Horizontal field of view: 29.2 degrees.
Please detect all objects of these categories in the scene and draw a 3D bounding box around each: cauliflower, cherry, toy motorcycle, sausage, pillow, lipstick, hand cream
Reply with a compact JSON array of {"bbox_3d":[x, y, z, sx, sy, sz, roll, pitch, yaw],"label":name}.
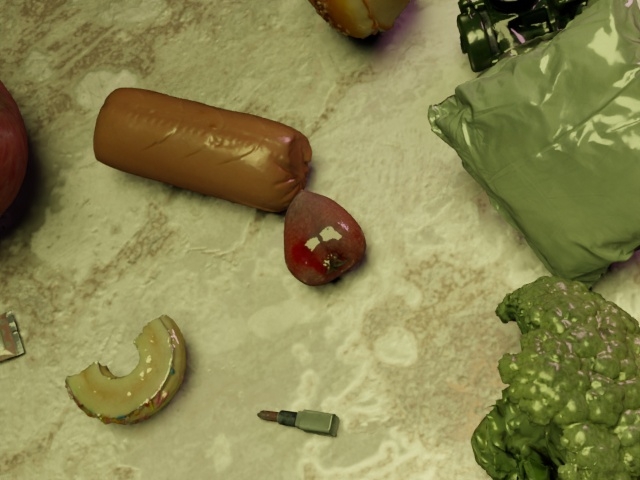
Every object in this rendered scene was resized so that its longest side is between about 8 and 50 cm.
[{"bbox_3d":[0.278,0.194,1.362,0.272,0.275,0.250,44,125,-2],"label":"cauliflower"},{"bbox_3d":[0.005,0.000,1.566,0.106,0.087,0.126,-9,54,11],"label":"cherry"},{"bbox_3d":[0.292,-0.234,1.554,0.205,0.127,0.275,-17,61,6],"label":"toy motorcycle"},{"bbox_3d":[-0.158,-0.124,1.647,0.304,0.121,0.121,15,74,20],"label":"sausage"},{"bbox_3d":[0.314,-0.107,1.417,0.283,0.138,0.310,-37,88,30],"label":"pillow"},{"bbox_3d":[-0.030,0.222,1.520,0.107,0.025,0.025,4,70,26],"label":"lipstick"},{"bbox_3d":[-0.510,0.166,1.681,0.209,0.043,0.067,-23,66,1],"label":"hand cream"}]

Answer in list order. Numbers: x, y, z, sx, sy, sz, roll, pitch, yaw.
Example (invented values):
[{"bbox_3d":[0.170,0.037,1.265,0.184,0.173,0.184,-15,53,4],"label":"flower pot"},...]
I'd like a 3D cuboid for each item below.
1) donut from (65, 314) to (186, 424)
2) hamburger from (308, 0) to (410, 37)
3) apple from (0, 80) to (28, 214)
[{"bbox_3d":[-0.236,0.182,1.575,0.166,0.065,0.108,-31,63,2],"label":"donut"},{"bbox_3d":[0.034,-0.372,1.631,0.147,0.237,0.237,-33,63,13],"label":"hamburger"},{"bbox_3d":[-0.569,-0.140,1.675,0.269,0.345,0.345,-42,62,11],"label":"apple"}]
